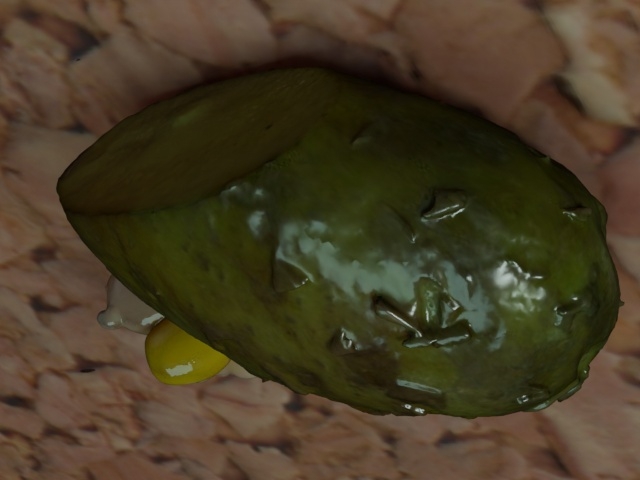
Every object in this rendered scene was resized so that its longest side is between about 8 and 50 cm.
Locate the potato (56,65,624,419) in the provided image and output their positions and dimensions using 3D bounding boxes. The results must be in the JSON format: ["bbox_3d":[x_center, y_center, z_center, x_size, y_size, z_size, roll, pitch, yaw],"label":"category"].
[{"bbox_3d":[0.000,0.000,0.816,0.298,0.141,0.176,10,131,23],"label":"potato"}]

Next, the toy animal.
[{"bbox_3d":[-0.070,0.051,0.974,0.114,0.091,0.082,7,153,24],"label":"toy animal"}]
